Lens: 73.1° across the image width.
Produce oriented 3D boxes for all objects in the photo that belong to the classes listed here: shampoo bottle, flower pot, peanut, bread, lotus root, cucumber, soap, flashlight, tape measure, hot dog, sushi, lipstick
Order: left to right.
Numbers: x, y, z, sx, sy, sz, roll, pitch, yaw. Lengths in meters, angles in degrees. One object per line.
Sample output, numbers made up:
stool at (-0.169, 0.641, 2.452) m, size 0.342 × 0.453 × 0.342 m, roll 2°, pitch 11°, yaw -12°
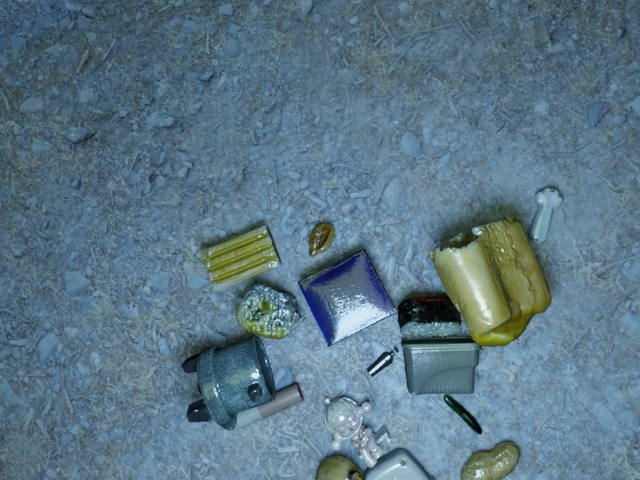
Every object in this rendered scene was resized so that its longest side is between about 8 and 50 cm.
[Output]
flower pot at (-0.318, 0.508, 1.518) m, size 0.282 × 0.299 × 0.299 m, roll -17°, pitch 82°, yaw -3°
soap at (-0.302, 0.068, 1.662) m, size 0.274 × 0.089 × 0.174 m, roll -22°, pitch 80°, yaw 3°
lipstick at (-0.188, 0.609, 1.592) m, size 0.254 × 0.070 × 0.070 m, roll -25°, pitch 81°, yaw 3°
sushi at (-0.182, 0.262, 1.600) m, size 0.274 × 0.139 × 0.184 m, roll 19°, pitch 88°, yaw 6°
hot dog at (0.002, 0.000, 1.653) m, size 0.089 × 0.060 × 0.140 m, roll 18°, pitch 79°, yaw 12°
lotus root at (0.072, 0.821, 1.480) m, size 0.140 × 0.257 × 0.154 m, roll -33°, pitch 85°, yaw -38°
shampoo bottle at (0.231, 0.445, 1.586) m, size 0.137 × 0.027 × 0.048 m, roll -40°, pitch 83°, yaw 0°
tape measure at (0.268, 0.883, 1.480) m, size 0.258 × 0.130 × 0.265 m, roll -45°, pitch 80°, yaw 2°
sushi at (0.385, 0.274, 1.521) m, size 0.224 × 0.136 × 0.126 m, roll 0°, pitch 58°, yaw -13°
cucumber at (0.507, 0.616, 1.532) m, size 0.184 × 0.033 × 0.036 m, roll 43°, pitch 72°, yaw 8°
bread at (0.557, 0.153, 1.452) m, size 0.360 × 0.250 × 0.395 m, roll -17°, pitch 83°, yaw -30°
peanut at (0.578, 0.766, 1.473) m, size 0.225 × 0.095 × 0.108 m, roll -30°, pitch 84°, yaw 1°
flashlight at (0.813, -0.090, 1.575) m, size 0.093 × 0.047 × 0.201 m, roll 16°, pitch 88°, yaw 9°

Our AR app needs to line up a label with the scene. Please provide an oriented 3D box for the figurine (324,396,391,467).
figurine at (0.118, 0.651, 1.528) m, size 0.257 × 0.144 × 0.182 m, roll 47°, pitch 110°, yaw 7°

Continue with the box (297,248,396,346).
box at (0.097, 0.208, 1.590) m, size 0.278 × 0.116 × 0.262 m, roll -27°, pitch 82°, yaw 4°

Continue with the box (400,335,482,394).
box at (0.425, 0.438, 1.520) m, size 0.273 × 0.138 × 0.179 m, roll -3°, pitch 89°, yaw 9°
